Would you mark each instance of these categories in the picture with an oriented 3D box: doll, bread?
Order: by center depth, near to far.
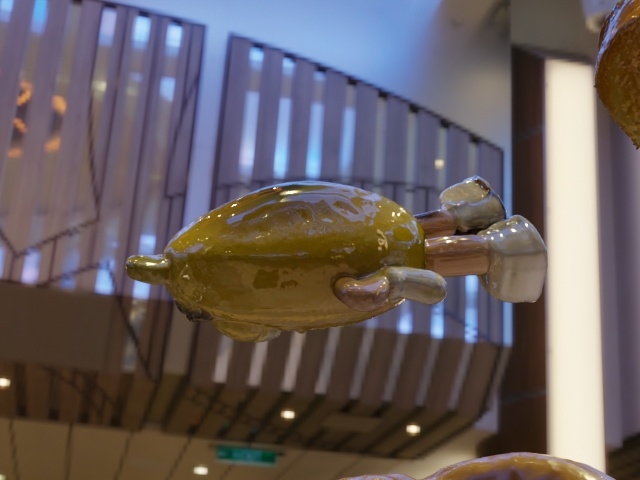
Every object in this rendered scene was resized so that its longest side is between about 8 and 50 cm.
[{"bbox_3d":[0.035,0.003,1.278,0.423,0.161,0.348,2,17,10],"label":"doll"},{"bbox_3d":[0.394,-0.221,1.310,0.139,0.143,0.229,36,-49,-6],"label":"bread"}]

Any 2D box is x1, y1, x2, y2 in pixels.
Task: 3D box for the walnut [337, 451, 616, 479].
[{"bbox_3d":[0.063,0.212,0.520,0.257,0.257,0.224,-18,-40,42],"label":"walnut"}]
